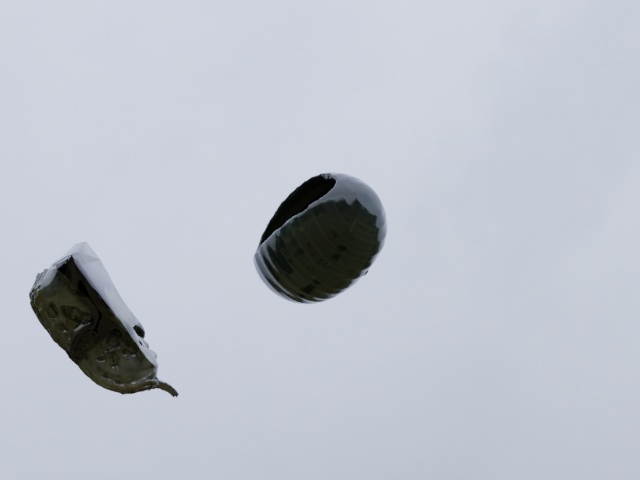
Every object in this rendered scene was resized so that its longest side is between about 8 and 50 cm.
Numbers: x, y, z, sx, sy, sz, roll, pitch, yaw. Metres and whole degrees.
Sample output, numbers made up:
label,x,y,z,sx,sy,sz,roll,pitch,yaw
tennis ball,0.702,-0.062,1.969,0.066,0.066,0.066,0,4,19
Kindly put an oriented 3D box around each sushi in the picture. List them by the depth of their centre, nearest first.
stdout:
label,x,y,z,sx,sy,sz,roll,pitch,yaw
sushi,-0.327,0.144,1.026,0.109,0.134,0.273,-32,-82,-2

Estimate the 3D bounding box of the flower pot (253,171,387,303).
label,x,y,z,sx,sy,sz,roll,pitch,yaw
flower pot,0.000,0.000,1.104,0.157,0.189,0.243,38,-52,-13
